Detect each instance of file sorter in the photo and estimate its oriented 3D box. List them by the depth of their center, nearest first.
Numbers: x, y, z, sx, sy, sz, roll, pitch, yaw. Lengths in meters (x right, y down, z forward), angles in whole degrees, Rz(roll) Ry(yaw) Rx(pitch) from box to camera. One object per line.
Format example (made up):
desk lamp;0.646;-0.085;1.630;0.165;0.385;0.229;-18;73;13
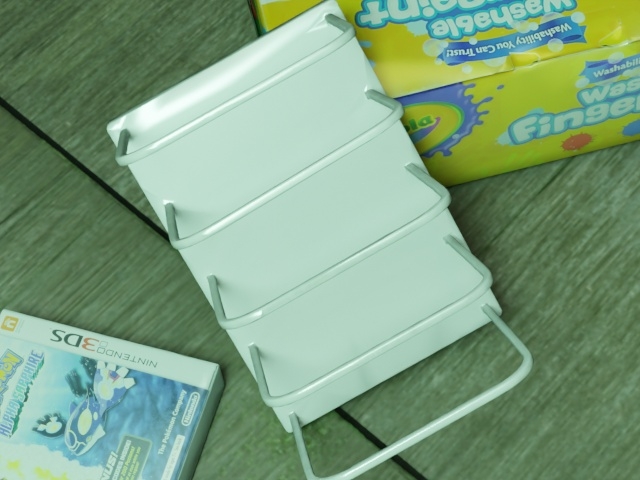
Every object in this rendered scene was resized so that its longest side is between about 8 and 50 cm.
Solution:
file sorter;0.000;0.000;0.984;0.193;0.173;0.277;-30;103;0

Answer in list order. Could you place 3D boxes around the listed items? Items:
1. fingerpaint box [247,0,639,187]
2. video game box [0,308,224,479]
fingerpaint box;0.154;-0.254;1.218;0.445;0.163;0.371;-15;61;-4
video game box;-0.193;0.168;1.068;0.187;0.048;0.205;12;62;12
